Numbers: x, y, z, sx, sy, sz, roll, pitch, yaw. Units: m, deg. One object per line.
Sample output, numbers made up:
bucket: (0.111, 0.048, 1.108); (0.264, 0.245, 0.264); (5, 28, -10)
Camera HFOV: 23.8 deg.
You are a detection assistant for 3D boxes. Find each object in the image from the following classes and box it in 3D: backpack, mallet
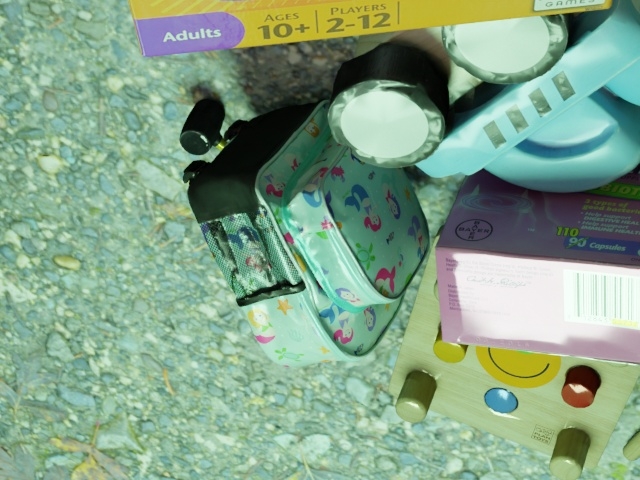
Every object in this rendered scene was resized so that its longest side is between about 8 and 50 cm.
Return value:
backpack: (0.000, 0.000, 1.580); (0.191, 0.225, 0.253); (-5, 118, 29)
mallet: (-0.073, -0.085, 1.676); (0.189, 0.062, 0.039); (35, 134, -25)

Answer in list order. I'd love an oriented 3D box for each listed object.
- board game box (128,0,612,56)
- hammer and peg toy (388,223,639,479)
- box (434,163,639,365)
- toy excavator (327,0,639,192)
board game box: (0.016, -0.389, 1.054); (0.356, 0.356, 0.356); (-6, 151, 0)
hammer and peg toy: (0.266, 0.144, 1.645); (0.361, 0.127, 0.266); (21, 131, 7)
box: (0.245, -0.008, 1.461); (0.213, 0.243, 0.117); (6, 127, 19)
toy excavator: (0.295, -0.157, 1.383); (0.445, 0.222, 0.433); (35, 132, -24)
